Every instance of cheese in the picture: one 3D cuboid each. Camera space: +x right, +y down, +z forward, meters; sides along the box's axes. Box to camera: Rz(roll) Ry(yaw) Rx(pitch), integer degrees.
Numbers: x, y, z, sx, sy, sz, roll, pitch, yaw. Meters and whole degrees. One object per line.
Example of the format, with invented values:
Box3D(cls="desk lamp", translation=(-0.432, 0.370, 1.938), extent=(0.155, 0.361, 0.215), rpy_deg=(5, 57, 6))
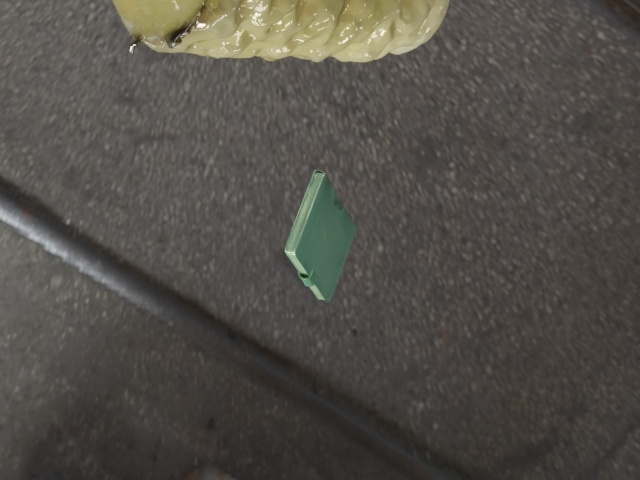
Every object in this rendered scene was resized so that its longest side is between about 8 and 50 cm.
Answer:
Box3D(cls="cheese", translation=(-0.019, -0.146, 0.608), extent=(0.094, 0.167, 0.123), rpy_deg=(-34, 73, 40))

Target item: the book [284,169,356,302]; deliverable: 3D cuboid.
Box3D(cls="book", translation=(0.000, 0.000, 1.374), extent=(0.017, 0.135, 0.103), rpy_deg=(12, 69, 23))
